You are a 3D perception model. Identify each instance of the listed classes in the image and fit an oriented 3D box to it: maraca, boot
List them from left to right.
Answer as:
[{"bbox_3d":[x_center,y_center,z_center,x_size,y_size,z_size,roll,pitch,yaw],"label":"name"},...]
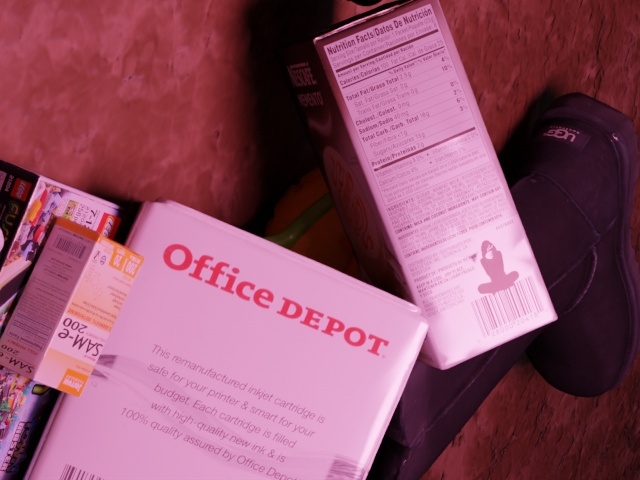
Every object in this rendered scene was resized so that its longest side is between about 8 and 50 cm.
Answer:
[{"bbox_3d":[0.000,0.000,1.458,0.185,0.099,0.127,-30,153,-23],"label":"maraca"},{"bbox_3d":[0.158,0.118,1.796,0.445,0.146,0.367,-48,140,-41],"label":"boot"}]

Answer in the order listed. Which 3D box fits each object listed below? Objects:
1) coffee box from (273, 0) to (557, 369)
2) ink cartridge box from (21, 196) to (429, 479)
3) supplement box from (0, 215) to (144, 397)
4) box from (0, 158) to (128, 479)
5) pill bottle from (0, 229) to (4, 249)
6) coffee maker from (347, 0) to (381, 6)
[{"bbox_3d":[0.066,-0.044,1.347,0.098,0.141,0.247,-23,97,-11],"label":"coffee box"},{"bbox_3d":[-0.078,0.137,1.255,0.117,0.207,0.283,-175,-72,-82],"label":"ink cartridge box"},{"bbox_3d":[-0.155,0.042,1.161,0.098,0.036,0.062,-66,154,-4],"label":"supplement box"},{"bbox_3d":[-0.199,0.059,1.177,0.114,0.036,0.207,22,90,-65],"label":"box"},{"bbox_3d":[-0.236,0.026,1.041,0.120,0.067,0.067,-55,152,-26],"label":"pill bottle"},{"bbox_3d":[0.053,-0.236,1.303,0.178,0.120,0.171,-31,139,-72],"label":"coffee maker"}]
